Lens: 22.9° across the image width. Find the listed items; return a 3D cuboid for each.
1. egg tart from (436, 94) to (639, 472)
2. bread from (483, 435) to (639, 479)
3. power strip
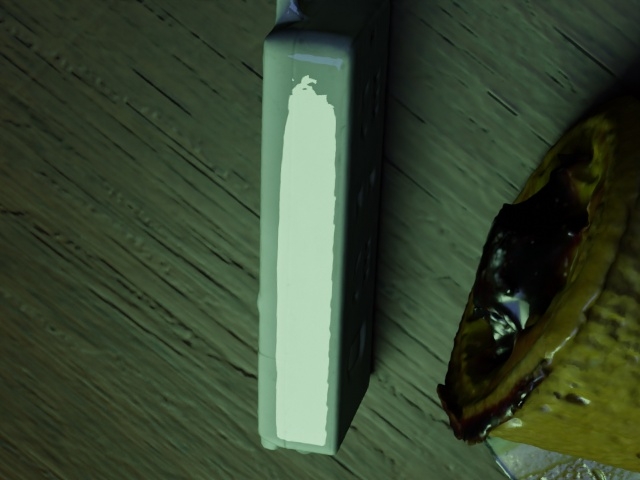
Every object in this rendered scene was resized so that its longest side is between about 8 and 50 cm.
[{"bbox_3d":[0.170,0.037,0.881,0.171,0.215,0.215,25,123,-7],"label":"egg tart"},{"bbox_3d":[0.177,0.139,0.997,0.157,0.083,0.094,28,120,2],"label":"bread"},{"bbox_3d":[0.000,0.000,0.979,0.058,0.098,0.338,9,120,12],"label":"power strip"}]
